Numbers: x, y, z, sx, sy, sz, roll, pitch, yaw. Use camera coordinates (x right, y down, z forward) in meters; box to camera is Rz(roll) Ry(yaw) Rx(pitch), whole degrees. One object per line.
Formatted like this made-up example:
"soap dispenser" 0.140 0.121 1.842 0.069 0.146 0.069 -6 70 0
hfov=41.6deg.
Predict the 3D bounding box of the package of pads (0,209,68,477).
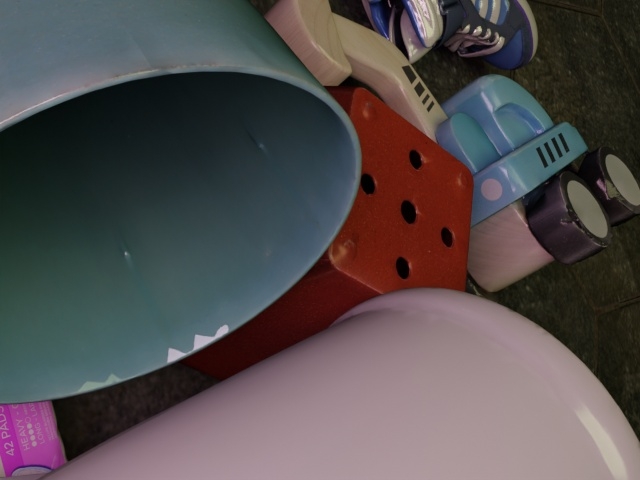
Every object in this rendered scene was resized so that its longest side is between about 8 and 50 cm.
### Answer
"package of pads" -0.315 0.098 0.578 0.229 0.101 0.297 -15 88 -47

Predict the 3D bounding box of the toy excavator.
"toy excavator" 0.157 -0.130 1.079 0.433 0.222 0.445 -28 83 -51

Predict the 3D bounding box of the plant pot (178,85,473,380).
"plant pot" 0.000 0.000 0.833 0.267 0.235 0.267 30 58 -36

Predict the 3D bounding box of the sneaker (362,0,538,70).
"sneaker" 0.174 -0.301 1.199 0.323 0.130 0.236 46 59 -32

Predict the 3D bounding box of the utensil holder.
"utensil holder" -0.010 0.243 0.554 0.385 0.327 0.328 -22 94 -44

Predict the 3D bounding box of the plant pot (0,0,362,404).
"plant pot" -0.156 -0.076 0.533 0.293 0.293 0.235 2 49 -45

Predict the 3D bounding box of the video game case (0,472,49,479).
"video game case" -0.214 0.254 0.593 0.212 0.023 0.193 15 98 -56
